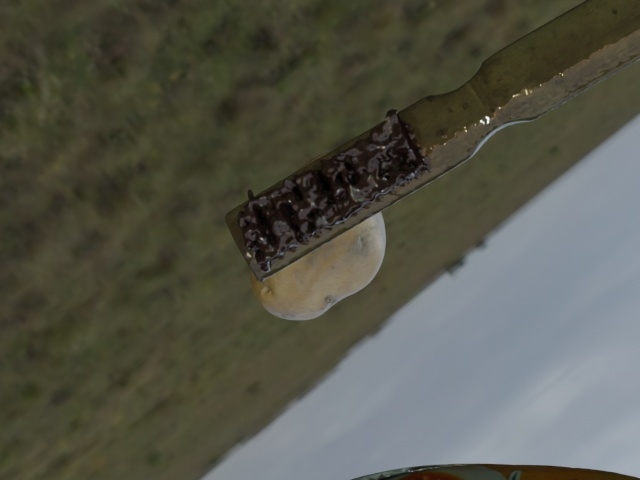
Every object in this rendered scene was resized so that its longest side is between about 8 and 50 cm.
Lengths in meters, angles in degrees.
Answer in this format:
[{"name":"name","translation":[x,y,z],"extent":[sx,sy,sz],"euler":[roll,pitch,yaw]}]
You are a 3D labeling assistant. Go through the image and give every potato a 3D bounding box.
[{"name":"potato","translation":[-0.002,0.002,1.328],"extent":[0.147,0.112,0.112],"euler":[-61,170,16]}]

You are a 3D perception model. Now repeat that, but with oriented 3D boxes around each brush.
[{"name":"brush","translation":[0.063,-0.057,0.756],"extent":[0.248,0.043,0.036],"euler":[-29,176,10]}]

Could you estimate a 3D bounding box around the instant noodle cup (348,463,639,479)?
[{"name":"instant noodle cup","translation":[0.096,0.269,0.781],"extent":[0.297,0.213,0.296],"euler":[-2,-162,1]}]
